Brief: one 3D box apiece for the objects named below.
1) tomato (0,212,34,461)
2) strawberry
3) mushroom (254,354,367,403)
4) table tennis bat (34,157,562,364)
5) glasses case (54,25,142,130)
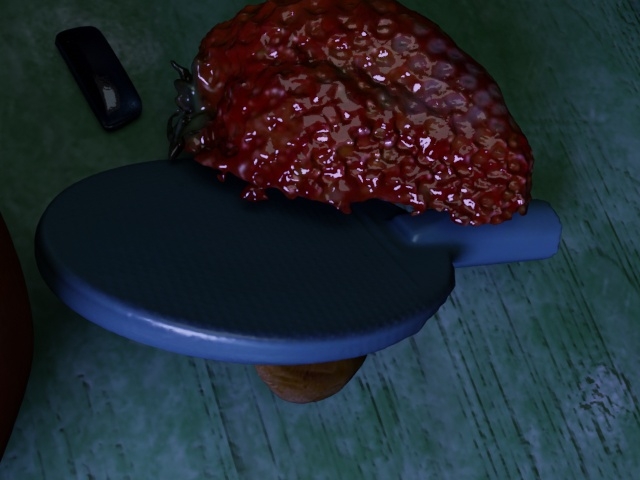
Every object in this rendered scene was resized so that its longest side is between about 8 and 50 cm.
[{"bbox_3d":[-0.286,0.047,0.345,0.322,0.321,0.321,3,69,-9],"label":"tomato"},{"bbox_3d":[0.019,-0.101,0.532,0.236,0.106,0.175,2,36,-6],"label":"strawberry"},{"bbox_3d":[-0.029,0.054,0.517,0.130,0.073,0.088,8,79,-7],"label":"mushroom"},{"bbox_3d":[0.000,0.000,0.504,0.329,0.044,0.215,-2,29,-23],"label":"table tennis bat"},{"bbox_3d":[-0.156,-0.119,0.586,0.034,0.023,0.083,-28,77,-16],"label":"glasses case"}]
